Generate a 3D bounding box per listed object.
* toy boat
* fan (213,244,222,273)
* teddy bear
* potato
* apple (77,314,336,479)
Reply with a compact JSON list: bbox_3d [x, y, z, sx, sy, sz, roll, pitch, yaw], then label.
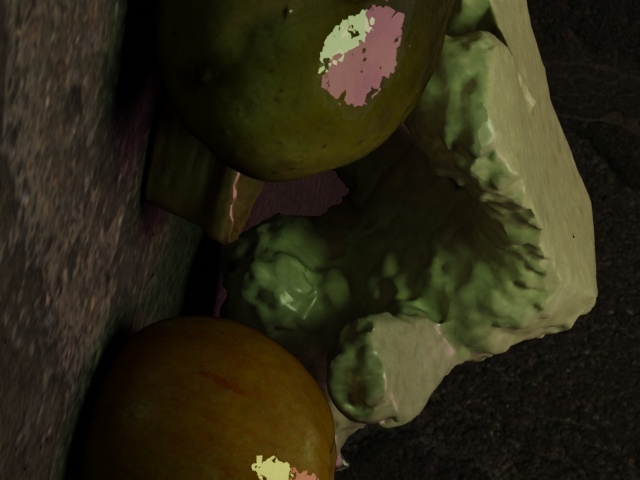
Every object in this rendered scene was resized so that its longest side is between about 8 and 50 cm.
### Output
[{"bbox_3d":[-0.058,-0.082,1.134,0.116,0.061,0.188,97,9,-57],"label":"toy boat"},{"bbox_3d":[-0.070,-0.019,1.434,0.060,0.003,0.080,-54,156,-73],"label":"fan"},{"bbox_3d":[0.000,0.000,1.285,0.375,0.362,0.327,58,25,-46],"label":"teddy bear"},{"bbox_3d":[-0.002,-0.142,1.015,0.228,0.149,0.197,-34,125,-56],"label":"potato"},{"bbox_3d":[-0.064,0.141,1.123,0.182,0.155,0.182,15,90,-82],"label":"apple"}]
